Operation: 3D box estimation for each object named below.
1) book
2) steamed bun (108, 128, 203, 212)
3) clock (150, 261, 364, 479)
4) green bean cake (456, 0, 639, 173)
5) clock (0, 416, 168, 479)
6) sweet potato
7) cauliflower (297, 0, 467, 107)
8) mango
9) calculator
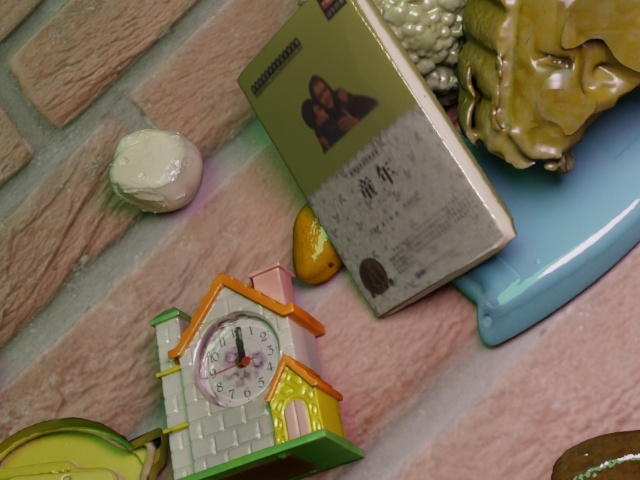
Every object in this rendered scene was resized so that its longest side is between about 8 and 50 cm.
[{"bbox_3d":[0.050,-0.099,1.302,0.239,0.035,0.352,-38,81,47],"label":"book"},{"bbox_3d":[-0.215,-0.094,1.550,0.130,0.091,0.112,3,68,27],"label":"steamed bun"},{"bbox_3d":[-0.091,0.163,1.364,0.220,0.106,0.255,-22,60,17],"label":"clock"},{"bbox_3d":[0.306,-0.210,1.192,0.310,0.202,0.285,0,107,-4],"label":"green bean cake"},{"bbox_3d":[-0.325,0.360,1.419,0.293,0.071,0.277,-1,59,15],"label":"clock"},{"bbox_3d":[0.337,0.205,1.153,0.233,0.062,0.081,-32,56,8],"label":"sweet potato"},{"bbox_3d":[0.122,-0.316,1.375,0.260,0.327,0.281,-18,35,30],"label":"cauliflower"},{"bbox_3d":[0.000,0.000,1.418,0.079,0.057,0.114,13,78,24],"label":"mango"},{"bbox_3d":[0.269,-0.077,1.317,0.386,0.054,0.256,-43,55,0],"label":"calculator"}]
